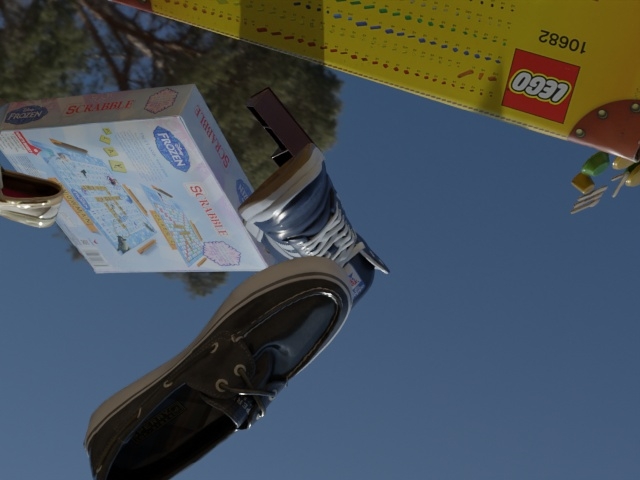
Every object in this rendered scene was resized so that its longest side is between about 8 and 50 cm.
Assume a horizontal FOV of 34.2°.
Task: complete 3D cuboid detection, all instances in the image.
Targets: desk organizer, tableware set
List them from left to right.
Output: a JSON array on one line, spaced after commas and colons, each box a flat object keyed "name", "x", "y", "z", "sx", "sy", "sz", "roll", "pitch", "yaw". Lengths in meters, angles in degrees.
[{"name": "desk organizer", "x": -0.062, "y": -0.160, "z": 1.555, "sx": 0.047, "sy": 0.050, "sz": 0.130, "roll": -21, "pitch": -64, "yaw": 44}, {"name": "tableware set", "x": 0.354, "y": -0.091, "z": 1.209, "sx": 0.154, "sy": 0.104, "sz": 0.024, "roll": -21, "pitch": -120, "yaw": -23}]

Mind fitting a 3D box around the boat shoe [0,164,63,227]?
[{"name": "boat shoe", "x": -0.381, "y": -0.065, "z": 1.206, "sx": 0.059, "sy": 0.170, "sz": 0.063, "roll": -53, "pitch": -141, "yaw": 33}]

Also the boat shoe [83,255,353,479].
[{"name": "boat shoe", "x": -0.069, "y": 0.101, "z": 0.707, "sx": 0.228, "sy": 0.080, "sz": 0.076, "roll": -34, "pitch": -148, "yaw": 8}]

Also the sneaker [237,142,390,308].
[{"name": "sneaker", "x": 0.000, "y": 0.000, "z": 1.048, "sx": 0.099, "sy": 0.282, "sz": 0.153, "roll": -41, "pitch": -91, "yaw": -7}]

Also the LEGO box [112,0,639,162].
[{"name": "LEGO box", "x": 0.106, "y": -0.309, "z": 0.964, "sx": 0.500, "sy": 0.372, "sz": 0.193, "roll": 20, "pitch": -51, "yaw": 14}]

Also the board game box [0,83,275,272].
[{"name": "board game box", "x": -0.258, "y": -0.075, "z": 1.488, "sx": 0.318, "sy": 0.319, "sz": 0.066, "roll": -1, "pitch": -130, "yaw": 24}]

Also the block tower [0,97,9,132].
[{"name": "block tower", "x": -0.343, "y": -0.090, "z": 0.534, "sx": 0.335, "sy": 0.097, "sz": 0.091, "roll": 22, "pitch": -72, "yaw": -7}]
